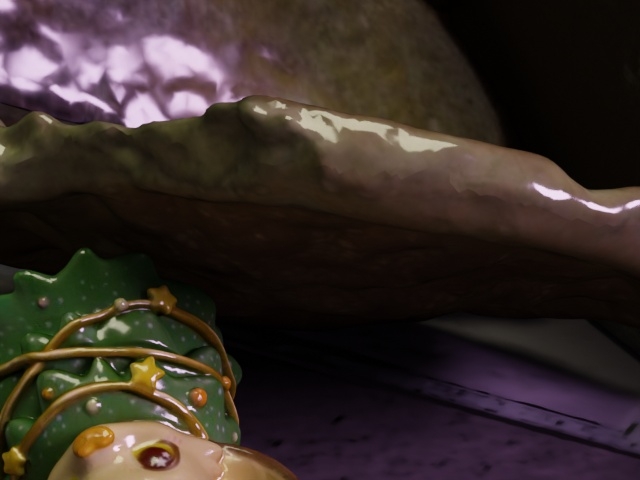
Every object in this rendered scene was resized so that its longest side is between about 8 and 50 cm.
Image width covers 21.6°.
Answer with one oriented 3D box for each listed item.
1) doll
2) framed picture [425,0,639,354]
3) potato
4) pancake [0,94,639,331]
[{"bbox_3d":[-0.041,0.067,0.399,0.078,0.077,0.113,-25,56,-3],"label":"doll"},{"bbox_3d":[0.049,-0.105,0.597,0.024,0.232,0.315,-19,28,-14],"label":"framed picture"},{"bbox_3d":[-0.061,-0.061,0.554,0.261,0.120,0.100,16,-26,-28],"label":"potato"},{"bbox_3d":[0.000,0.001,0.458,0.236,0.042,0.222,3,-12,14],"label":"pancake"}]
